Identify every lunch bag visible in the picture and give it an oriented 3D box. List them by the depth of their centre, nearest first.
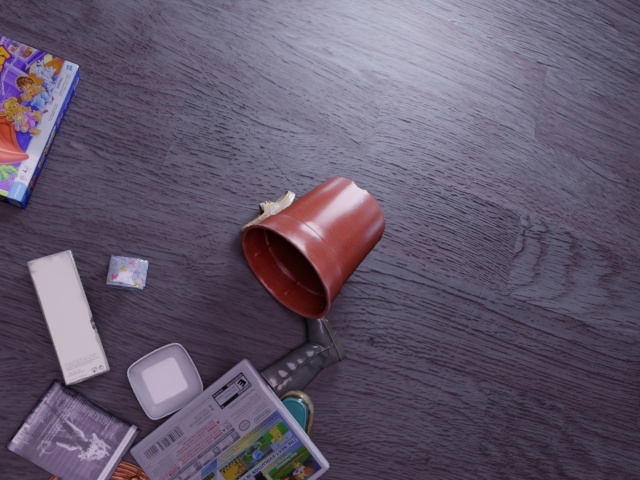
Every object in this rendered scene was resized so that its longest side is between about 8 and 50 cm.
[{"bbox_3d":[-0.441,0.077,1.453,0.083,0.053,0.071,6,75,-8],"label":"lunch bag"}]

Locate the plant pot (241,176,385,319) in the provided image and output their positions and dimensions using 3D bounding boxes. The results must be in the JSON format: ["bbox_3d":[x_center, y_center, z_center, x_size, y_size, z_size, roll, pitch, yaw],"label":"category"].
[{"bbox_3d":[0.000,0.000,1.515,0.265,0.272,0.272,-42,94,-30],"label":"plant pot"}]

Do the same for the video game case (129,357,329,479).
[{"bbox_3d":[-0.199,0.475,1.384,0.329,0.036,0.300,-39,85,0],"label":"video game case"}]

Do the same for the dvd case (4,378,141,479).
[{"bbox_3d":[-0.525,0.423,1.356,0.221,0.018,0.164,32,63,-5],"label":"dvd case"}]

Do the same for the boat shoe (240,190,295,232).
[{"bbox_3d":[-0.132,-0.069,1.580,0.059,0.063,0.170,44,70,-12],"label":"boat shoe"}]

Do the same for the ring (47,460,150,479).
[{"bbox_3d":[-0.474,0.640,1.341,0.337,0.032,0.336,4,78,-17],"label":"ring"}]

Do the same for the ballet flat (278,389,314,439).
[{"bbox_3d":[-0.082,0.513,1.449,0.123,0.123,0.348,13,88,-16],"label":"ballet flat"}]

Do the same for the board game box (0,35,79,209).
[{"bbox_3d":[-0.716,-0.273,1.415,0.233,0.078,0.347,19,74,-14],"label":"board game box"}]

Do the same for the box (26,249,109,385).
[{"bbox_3d":[-0.543,0.168,1.370,0.094,0.113,0.275,-18,87,-21],"label":"box"}]

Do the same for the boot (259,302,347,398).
[{"bbox_3d":[-0.059,0.272,1.540,0.208,0.076,0.189,-30,88,-15],"label":"boot"}]

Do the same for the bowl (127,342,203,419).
[{"bbox_3d":[-0.352,0.316,1.435,0.142,0.053,0.142,-27,89,-20],"label":"bowl"}]
